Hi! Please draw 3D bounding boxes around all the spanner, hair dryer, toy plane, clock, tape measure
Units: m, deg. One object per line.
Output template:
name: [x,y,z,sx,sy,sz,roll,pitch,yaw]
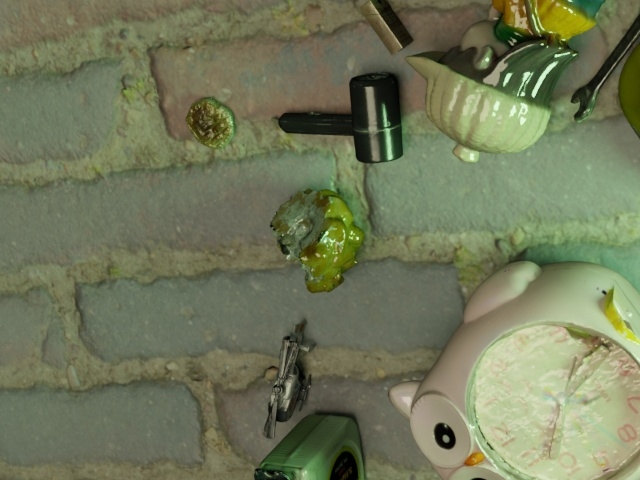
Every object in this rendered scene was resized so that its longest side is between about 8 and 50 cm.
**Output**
spanner: [0.409,-0.264,1.794,0.015,0.054,0.254,16,123,-28]
hair dryer: [0.019,-0.183,1.990,0.219,0.071,0.124,3,109,31]
toy plane: [-0.049,0.218,2.160,0.053,0.078,0.197,19,101,18]
clock: [0.317,0.214,1.903,0.377,0.250,0.368,-35,94,23]
tape measure: [-0.022,0.401,2.124,0.115,0.235,0.207,4,111,25]

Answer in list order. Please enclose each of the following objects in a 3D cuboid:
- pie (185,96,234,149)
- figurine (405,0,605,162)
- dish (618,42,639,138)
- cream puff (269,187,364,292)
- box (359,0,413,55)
pie: [-0.171,-0.181,2.089,0.084,0.020,0.084,8,112,21]
figurine: [0.273,-0.251,1.782,0.332,0.185,0.204,-40,56,34]
dish: [0.505,-0.161,1.758,0.221,0.108,0.262,-21,100,29]
cream puff: [0.000,0.001,2.038,0.121,0.156,0.156,-38,93,-13]
box: [0.094,-0.307,1.909,0.024,0.053,0.083,-31,97,29]
